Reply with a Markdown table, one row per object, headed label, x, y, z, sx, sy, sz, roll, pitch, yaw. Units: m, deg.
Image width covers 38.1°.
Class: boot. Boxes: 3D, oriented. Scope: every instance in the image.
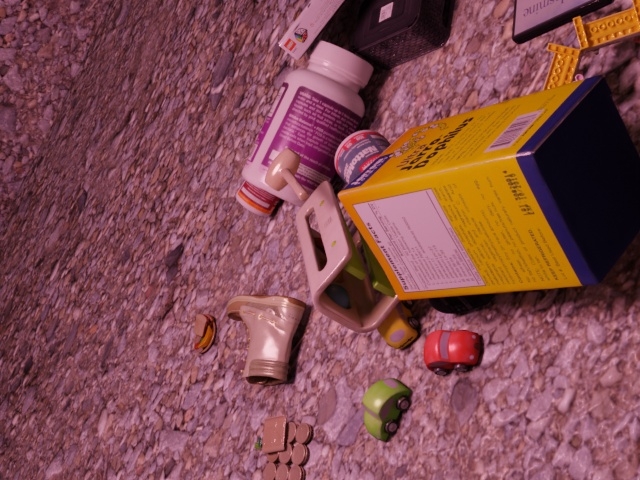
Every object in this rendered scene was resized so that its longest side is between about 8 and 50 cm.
| label | x | y | z | sx | sy | sz | roll | pitch | yaw |
| --- | --- | --- | --- | --- | --- | --- | --- | --- | --- |
| boot | -0.121 | 0.190 | 1.759 | 0.213 | 0.077 | 0.165 | -6 | 68 | 49 |

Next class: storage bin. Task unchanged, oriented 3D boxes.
| label | x | y | z | sx | sy | sz | roll | pitch | yaw |
| --- | --- | --- | --- | --- | --- | --- | --- | --- | --- |
| storage bin | 0.153 | -0.410 | 1.735 | 0.180 | 0.084 | 0.122 | -12 | 61 | 49 |

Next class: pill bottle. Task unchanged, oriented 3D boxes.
| label | x | y | z | sx | sy | sz | roll | pitch | yaw |
| --- | --- | --- | --- | --- | --- | --- | --- | --- | --- |
| pill bottle | 0.103 | -0.106 | 1.602 | 0.108 | 0.108 | 0.180 | -55 | 36 | 17 |
| pill bottle | -0.103 | -0.131 | 1.914 | 0.152 | 0.086 | 0.086 | -56 | 35 | 15 |
| pill bottle | -0.017 | -0.221 | 1.779 | 0.169 | 0.169 | 0.302 | 31 | 96 | 56 |

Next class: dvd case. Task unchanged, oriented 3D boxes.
| label | x | y | z | sx | sy | sz | roll | pitch | yaw |
| --- | --- | --- | --- | --- | --- | --- | --- | --- | --- |
| dvd case | 0.391 | -0.456 | 1.496 | 0.180 | 0.022 | 0.253 | -17 | 57 | 48 |

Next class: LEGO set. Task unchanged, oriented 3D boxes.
| label | x | y | z | sx | sy | sz | roll | pitch | yaw |
| --- | --- | --- | --- | --- | --- | --- | --- | --- | --- |
| LEGO set | 0.401 | -0.252 | 1.327 | 0.132 | 0.107 | 0.287 | 43 | 104 | 18 |

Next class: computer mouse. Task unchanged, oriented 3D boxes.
| label | x | y | z | sx | sy | sz | roll | pitch | yaw |
| --- | --- | --- | --- | --- | --- | --- | --- | --- | --- |
| computer mouse | 0.251 | 0.055 | 1.348 | 0.242 | 0.071 | 0.041 | -20 | 30 | 43 |

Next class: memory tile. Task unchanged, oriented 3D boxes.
| label | x | y | z | sx | sy | sz | roll | pitch | yaw |
| --- | --- | --- | --- | --- | --- | --- | --- | --- | --- |
| memory tile | -0.061 | 0.390 | 1.614 | 0.113 | 0.012 | 0.148 | -13 | 61 | 50 |

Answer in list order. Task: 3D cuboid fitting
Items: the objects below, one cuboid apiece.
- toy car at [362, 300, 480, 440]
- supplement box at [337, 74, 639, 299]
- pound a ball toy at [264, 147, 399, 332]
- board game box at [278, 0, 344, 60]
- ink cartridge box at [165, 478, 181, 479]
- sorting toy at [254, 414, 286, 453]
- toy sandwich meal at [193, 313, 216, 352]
| label | x | y | z | sx | sy | sz | roll | pitch | yaw |
| --- | --- | --- | --- | --- | --- | --- | --- | --- | --- |
| toy car | 0.122 | 0.204 | 1.440 | 0.239 | 0.053 | 0.225 | 31 | 95 | 56 |
| supplement box | 0.234 | -0.060 | 1.262 | 0.356 | 0.194 | 0.195 | -9 | 28 | 51 |
| pound a ball toy | 0.000 | 0.000 | 1.549 | 0.136 | 0.208 | 0.319 | -52 | 24 | 18 |
| board game box | -0.003 | -0.453 | 1.857 | 0.193 | 0.053 | 0.305 | -51 | 7 | 9 |
| ink cartridge box | -0.254 | 0.570 | 1.698 | 0.159 | 0.092 | 0.218 | -58 | 33 | 11 |
| sorting toy | -0.089 | 0.347 | 1.653 | 0.083 | 0.012 | 0.062 | -21 | 59 | 42 |
| toy sandwich meal | -0.252 | 0.197 | 1.970 | 0.085 | 0.029 | 0.086 | -31 | 48 | 41 |
